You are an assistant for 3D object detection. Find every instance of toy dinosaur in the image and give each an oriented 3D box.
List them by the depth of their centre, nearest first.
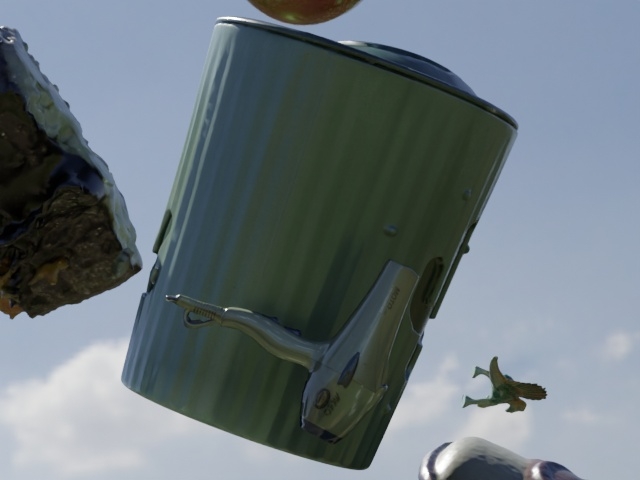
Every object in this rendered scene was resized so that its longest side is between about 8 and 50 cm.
[{"bbox_3d":[0.251,0.196,2.464,0.106,0.044,0.187,13,-32,-9],"label":"toy dinosaur"}]

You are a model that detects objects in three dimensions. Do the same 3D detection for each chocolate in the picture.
[{"bbox_3d":[0.156,0.324,1.959,0.186,0.284,0.283,33,-8,17],"label":"chocolate"}]

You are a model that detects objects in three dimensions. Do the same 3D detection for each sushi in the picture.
[{"bbox_3d":[-0.338,-0.060,2.047,0.207,0.234,0.349,-26,-58,2],"label":"sushi"}]

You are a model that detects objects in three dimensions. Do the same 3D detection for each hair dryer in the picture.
[{"bbox_3d":[-0.010,0.058,1.616,0.167,0.199,0.067,-49,-5,-5],"label":"hair dryer"}]

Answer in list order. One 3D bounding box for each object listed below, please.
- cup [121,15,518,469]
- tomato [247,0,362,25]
[{"bbox_3d":[0.016,0.006,1.840,0.310,0.392,0.401,19,-1,41],"label":"cup"},{"bbox_3d":[-0.028,-0.394,2.165,0.222,0.270,0.270,-42,-29,16],"label":"tomato"}]
